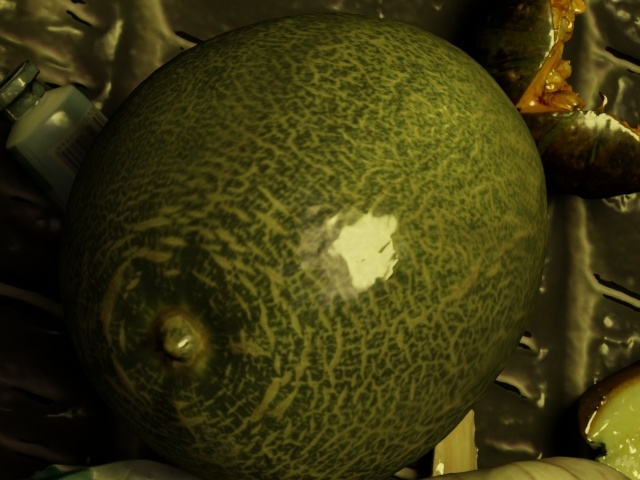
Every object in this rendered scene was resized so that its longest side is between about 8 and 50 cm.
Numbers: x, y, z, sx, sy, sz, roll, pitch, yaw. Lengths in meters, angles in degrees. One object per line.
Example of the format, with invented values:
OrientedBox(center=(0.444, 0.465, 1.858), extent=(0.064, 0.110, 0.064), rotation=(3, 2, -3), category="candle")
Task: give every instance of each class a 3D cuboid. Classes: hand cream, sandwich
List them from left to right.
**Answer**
OrientedBox(center=(-0.101, -0.003, 0.991), extent=(0.256, 0.055, 0.088), rotation=(46, 54, -16), category="hand cream")
OrientedBox(center=(0.263, 0.114, 1.139), extent=(0.244, 0.088, 0.090), rotation=(-22, 83, -24), category="sandwich")

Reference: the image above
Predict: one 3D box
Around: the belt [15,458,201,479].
OrientedBox(center=(-0.143, 0.329, 0.847), extent=(0.300, 0.173, 0.437), rotation=(26, 70, -23), category="belt")

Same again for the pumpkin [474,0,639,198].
OrientedBox(center=(0.156, -0.104, 1.104), extent=(0.107, 0.119, 0.184), rotation=(-24, 87, 7), category="pumpkin")

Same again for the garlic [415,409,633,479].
OrientedBox(center=(0.097, 0.195, 0.999), extent=(0.245, 0.245, 0.253), rotation=(9, 41, -25), category="garlic")

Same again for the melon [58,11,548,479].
OrientedBox(center=(0.000, 0.000, 0.883), extent=(0.249, 0.248, 0.329), rotation=(61, 28, -5), category="melon")
